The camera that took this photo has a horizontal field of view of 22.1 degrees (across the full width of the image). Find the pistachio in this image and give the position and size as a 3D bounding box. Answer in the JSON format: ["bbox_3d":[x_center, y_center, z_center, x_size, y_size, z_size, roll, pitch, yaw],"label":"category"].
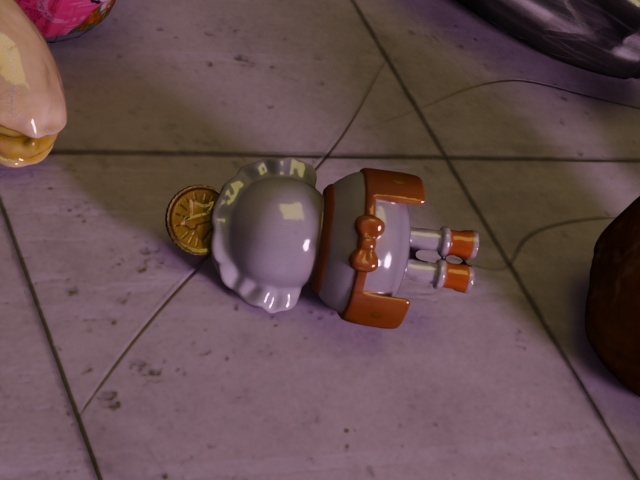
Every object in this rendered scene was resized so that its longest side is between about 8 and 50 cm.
[{"bbox_3d":[-0.290,-0.159,1.428,0.200,0.117,0.145,44,36,18],"label":"pistachio"}]

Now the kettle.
[{"bbox_3d":[0.294,-0.317,1.905,0.324,0.228,0.321,38,8,4],"label":"kettle"}]

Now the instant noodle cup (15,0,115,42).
[{"bbox_3d":[-0.268,-0.307,1.554,0.302,0.181,0.258,-19,58,-42],"label":"instant noodle cup"}]

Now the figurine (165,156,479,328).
[{"bbox_3d":[0.005,0.000,1.421,0.271,0.143,0.143,10,42,-24],"label":"figurine"}]

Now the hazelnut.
[{"bbox_3d":[0.351,0.041,1.535,0.217,0.217,0.251,25,62,-4],"label":"hazelnut"}]
